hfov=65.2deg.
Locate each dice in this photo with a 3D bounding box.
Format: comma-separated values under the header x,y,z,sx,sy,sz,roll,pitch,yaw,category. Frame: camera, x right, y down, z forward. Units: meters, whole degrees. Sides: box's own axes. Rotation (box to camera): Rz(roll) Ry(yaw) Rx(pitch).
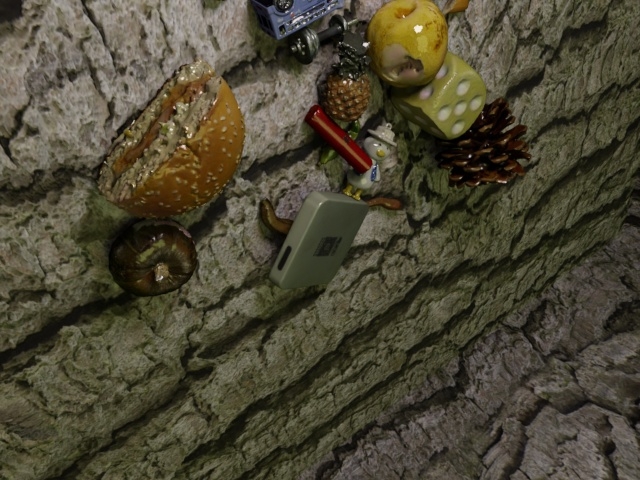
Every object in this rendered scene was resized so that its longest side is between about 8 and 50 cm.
x,y,z,sx,sy,sz,roll,pitch,yaw,category
0.406,-0.504,1.726,0.233,0.238,0.227,27,102,-45,dice

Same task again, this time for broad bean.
x,y,z,sx,sy,sz,roll,pitch,yaw,category
0.063,-0.332,1.724,0.214,0.048,0.070,-49,135,1,broad bean

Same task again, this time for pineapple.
x,y,z,sx,sy,sz,roll,pitch,yaw,category
0.088,-0.507,1.518,0.157,0.158,0.279,-22,146,-23,pineapple

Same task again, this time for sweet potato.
x,y,z,sx,sy,sz,roll,pitch,yaw,category
0.244,-0.146,1.992,0.214,0.050,0.050,2,118,-33,sweet potato
-0.146,-0.063,1.748,0.233,0.062,0.081,39,74,-42,sweet potato

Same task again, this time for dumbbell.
x,y,z,sx,sy,sz,roll,pitch,yaw,category
0.013,-0.604,1.468,0.254,0.110,0.110,-34,134,-22,dumbbell

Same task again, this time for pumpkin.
x,y,z,sx,sy,sz,roll,pitch,yaw,category
-0.490,0.062,1.484,0.260,0.189,0.260,-18,128,-24,pumpkin

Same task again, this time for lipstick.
x,y,z,sx,sy,sz,roll,pitch,yaw,category
0.062,-0.331,1.656,0.279,0.073,0.073,40,92,-28,lipstick

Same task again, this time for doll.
x,y,z,sx,sy,sz,roll,pitch,yaw,category
0.178,-0.285,1.794,0.138,0.119,0.293,24,105,-20,doll

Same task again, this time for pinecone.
x,y,z,sx,sy,sz,roll,pitch,yaw,category
0.607,-0.396,1.904,0.384,0.384,0.385,-19,129,-25,pinecone

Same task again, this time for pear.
x,y,z,sx,sy,sz,roll,pitch,yaw,category
0.268,-0.603,1.548,0.271,0.271,0.271,-19,129,-25,pear

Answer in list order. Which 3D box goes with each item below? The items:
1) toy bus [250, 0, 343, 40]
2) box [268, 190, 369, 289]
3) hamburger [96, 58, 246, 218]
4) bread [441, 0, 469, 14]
x,y,z,sx,sy,sz,roll,pitch,yaw,category
-0.036,-0.671,1.363,0.292,0.125,0.133,-33,140,-11,toy bus
0.000,0.000,1.825,0.373,0.090,0.367,-1,122,-59,box
-0.349,-0.227,1.348,0.445,0.268,0.287,-51,139,3,hamburger
0.457,-0.803,1.694,0.103,0.049,0.062,-21,130,-27,bread
